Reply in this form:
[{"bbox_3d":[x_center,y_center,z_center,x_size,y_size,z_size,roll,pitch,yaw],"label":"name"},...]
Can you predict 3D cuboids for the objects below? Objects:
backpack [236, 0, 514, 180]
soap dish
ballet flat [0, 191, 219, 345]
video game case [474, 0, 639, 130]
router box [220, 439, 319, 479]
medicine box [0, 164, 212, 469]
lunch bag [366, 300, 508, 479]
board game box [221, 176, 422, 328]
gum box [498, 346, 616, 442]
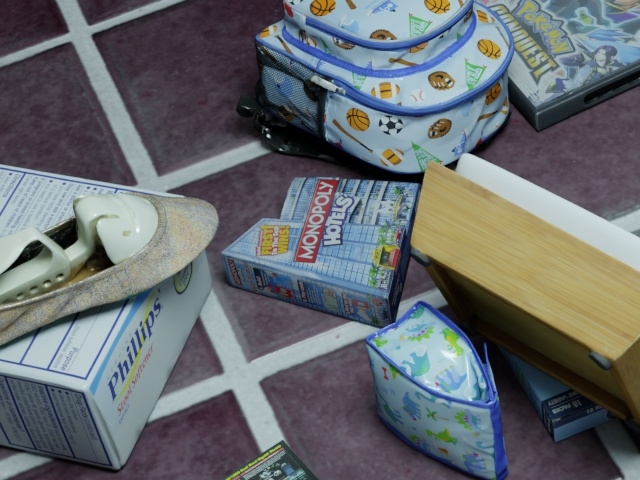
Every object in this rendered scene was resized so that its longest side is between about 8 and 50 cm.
[{"bbox_3d":[0.086,-0.205,2.158,0.263,0.213,0.276,35,59,22],"label":"backpack"},{"bbox_3d":[0.231,0.055,1.825,0.291,0.229,0.118,31,77,32],"label":"soap dish"},{"bbox_3d":[-0.245,0.017,1.873,0.316,0.106,0.107,-28,50,-15],"label":"ballet flat"},{"bbox_3d":[0.295,-0.269,2.279,0.248,0.035,0.275,-25,48,-12],"label":"video game case"},{"bbox_3d":[-0.057,0.263,1.863,0.122,0.038,0.092,-31,51,-17],"label":"router box"},{"bbox_3d":[-0.300,0.072,2.007,0.289,0.149,0.263,10,51,19],"label":"medicine box"},{"bbox_3d":[0.125,0.153,1.867,0.096,0.129,0.151,-33,50,-18],"label":"lunch bag"},{"bbox_3d":[0.000,0.000,2.076,0.194,0.060,0.194,4,49,13],"label":"board game box"},{"bbox_3d":[0.268,0.100,1.946,0.157,0.041,0.184,-21,47,-8],"label":"gum box"}]
